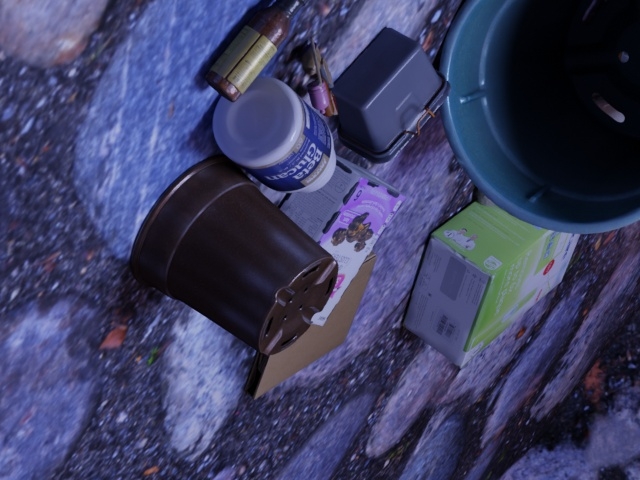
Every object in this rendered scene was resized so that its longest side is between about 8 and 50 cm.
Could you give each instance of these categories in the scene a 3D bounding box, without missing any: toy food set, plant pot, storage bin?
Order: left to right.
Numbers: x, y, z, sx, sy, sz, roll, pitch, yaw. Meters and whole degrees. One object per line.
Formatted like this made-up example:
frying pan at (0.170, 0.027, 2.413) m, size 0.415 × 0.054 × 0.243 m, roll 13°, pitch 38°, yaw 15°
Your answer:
plant pot at (-0.081, 0.024, 1.729) m, size 0.167 × 0.165 × 0.167 m, roll -44°, pitch 157°, yaw -24°
toy food set at (-0.002, -0.165, 1.750) m, size 0.019 × 0.078 × 0.122 m, roll -13°, pitch 161°, yaw 7°
storage bin at (0.077, -0.167, 1.874) m, size 0.135 × 0.098 × 0.091 m, roll -49°, pitch 147°, yaw -12°
plant pot at (0.372, -0.213, 2.097) m, size 0.334 × 0.341 × 0.341 m, roll -28°, pitch 147°, yaw -57°

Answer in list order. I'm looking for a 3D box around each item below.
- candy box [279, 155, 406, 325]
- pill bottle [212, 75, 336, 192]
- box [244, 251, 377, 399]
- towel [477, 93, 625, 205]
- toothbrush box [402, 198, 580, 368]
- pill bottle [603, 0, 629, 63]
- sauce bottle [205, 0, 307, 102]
candy box at (0.000, 0.000, 1.982) m, size 0.196 × 0.070 × 0.165 m, roll -57°, pitch 158°, yaw 7°
pill bottle at (-0.040, -0.102, 1.716) m, size 0.094 × 0.094 × 0.169 m, roll -54°, pitch 158°, yaw 0°
box at (-0.012, 0.110, 2.188) m, size 0.201 × 0.021 × 0.164 m, roll -29°, pitch 148°, yaw -47°
towel at (0.360, -0.150, 2.384) m, size 0.282 × 0.049 × 0.187 m, roll -17°, pitch 147°, yaw -10°
toothbrush box at (0.272, 0.028, 2.510) m, size 0.283 × 0.122 × 0.206 m, roll -36°, pitch 153°, yaw -40°
pill bottle at (0.470, -0.296, 2.405) m, size 0.136 × 0.136 × 0.246 m, roll -42°, pitch 155°, yaw -28°
sauce bottle at (-0.059, -0.194, 1.612) m, size 0.128 × 0.042 × 0.042 m, roll -50°, pitch 158°, yaw -5°
